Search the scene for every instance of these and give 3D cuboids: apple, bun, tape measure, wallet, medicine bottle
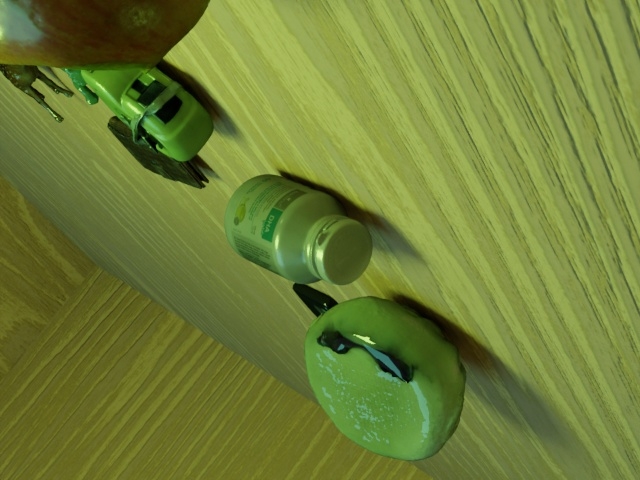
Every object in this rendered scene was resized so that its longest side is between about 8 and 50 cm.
[{"bbox_3d":[-0.224,-0.258,1.125,0.226,0.246,0.246,34,171,-34],"label":"apple"},{"bbox_3d":[0.125,0.208,1.931,0.293,0.187,0.293,27,136,31],"label":"bun"},{"bbox_3d":[-0.242,-0.187,1.705,0.175,0.106,0.200,36,169,24],"label":"tape measure"},{"bbox_3d":[-0.287,-0.156,2.071,0.230,0.042,0.124,19,154,52],"label":"wallet"},{"bbox_3d":[-0.029,-0.010,1.686,0.215,0.135,0.135,23,160,48],"label":"medicine bottle"}]

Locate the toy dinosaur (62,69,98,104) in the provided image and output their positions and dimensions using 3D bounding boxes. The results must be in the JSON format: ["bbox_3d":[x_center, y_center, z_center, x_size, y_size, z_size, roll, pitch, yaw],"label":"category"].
[{"bbox_3d":[-0.403,-0.296,1.835,0.292,0.079,0.120,26,157,33],"label":"toy dinosaur"}]

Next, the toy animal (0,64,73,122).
[{"bbox_3d":[-0.560,-0.321,2.140,0.243,0.087,0.260,19,161,49],"label":"toy animal"}]

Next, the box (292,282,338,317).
[{"bbox_3d":[0.008,0.137,2.326,0.125,0.027,0.126,23,160,48],"label":"box"}]
